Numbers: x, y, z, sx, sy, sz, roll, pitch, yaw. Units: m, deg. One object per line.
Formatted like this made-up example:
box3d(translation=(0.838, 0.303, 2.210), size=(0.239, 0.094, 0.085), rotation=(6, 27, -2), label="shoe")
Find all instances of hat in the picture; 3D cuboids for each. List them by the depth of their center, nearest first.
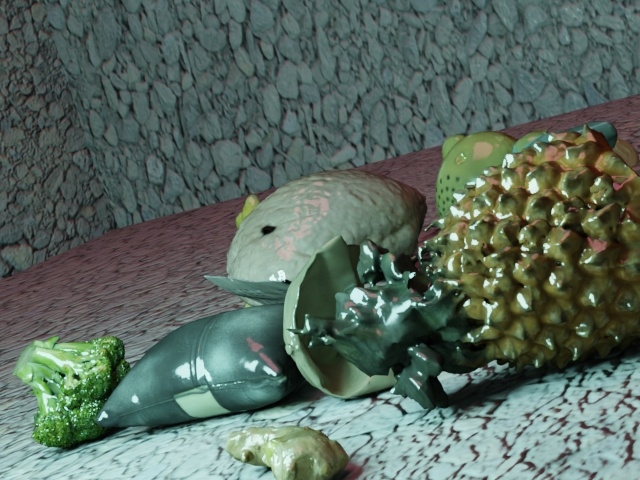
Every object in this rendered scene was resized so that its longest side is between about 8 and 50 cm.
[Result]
box3d(translation=(0.016, 0.092, 1.732), size=(0.144, 0.166, 0.173), rotation=(-20, -6, -13), label="hat")

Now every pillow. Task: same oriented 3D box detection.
box3d(translation=(-0.110, 0.136, 1.795), size=(0.250, 0.106, 0.186), rotation=(-15, 14, 28), label="pillow")

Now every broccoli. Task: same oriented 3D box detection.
box3d(translation=(-0.278, 0.167, 1.856), size=(0.146, 0.138, 0.162), rotation=(-59, 18, -6), label="broccoli")

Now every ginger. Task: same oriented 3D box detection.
box3d(translation=(-0.026, 0.189, 1.439), size=(0.069, 0.051, 0.173), rotation=(-14, 1, -21), label="ginger")

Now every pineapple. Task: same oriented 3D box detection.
box3d(translation=(0.151, 0.050, 1.526), size=(0.357, 0.223, 0.223), rotation=(-26, 7, -1), label="pineapple")

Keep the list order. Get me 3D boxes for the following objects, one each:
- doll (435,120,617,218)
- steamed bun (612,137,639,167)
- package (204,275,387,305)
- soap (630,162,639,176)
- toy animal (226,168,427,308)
box3d(translation=(0.266, -0.061, 2.159), size=(0.161, 0.177, 0.261), rotation=(-21, 13, -35), label="doll")
box3d(translation=(0.383, -0.110, 2.526), size=(0.212, 0.110, 0.231), rotation=(-18, 10, -12), label="steamed bun")
box3d(translation=(0.011, 0.075, 1.980), size=(0.251, 0.062, 0.204), rotation=(9, -8, -32), label="package")
box3d(translation=(0.526, -0.104, 2.308), size=(0.121, 0.064, 0.183), rotation=(-14, 7, 41), label="soap")
box3d(translation=(0.005, -0.002, 2.257), size=(0.358, 0.188, 0.226), rotation=(-23, 15, -41), label="toy animal")
